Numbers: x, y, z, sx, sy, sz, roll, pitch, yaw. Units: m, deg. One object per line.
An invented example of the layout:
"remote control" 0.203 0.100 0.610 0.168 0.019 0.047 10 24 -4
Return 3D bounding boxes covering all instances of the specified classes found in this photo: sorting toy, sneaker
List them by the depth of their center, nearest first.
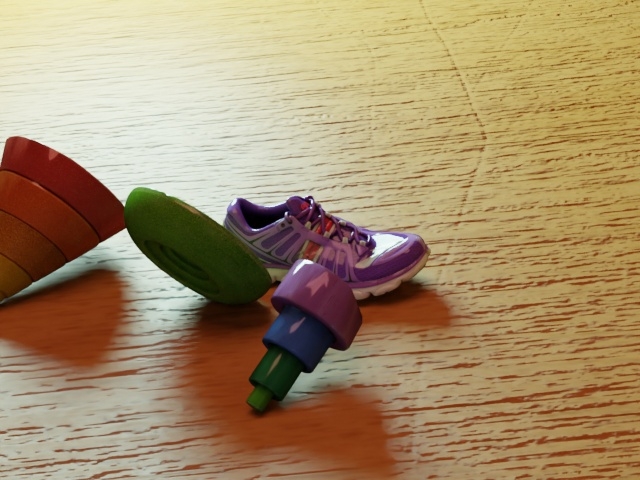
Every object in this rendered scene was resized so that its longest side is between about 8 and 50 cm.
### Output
"sorting toy" -0.139 0.037 1.179 0.366 0.127 0.126 22 69 35
"sneaker" 0.000 0.000 1.216 0.170 0.071 0.068 6 32 17
